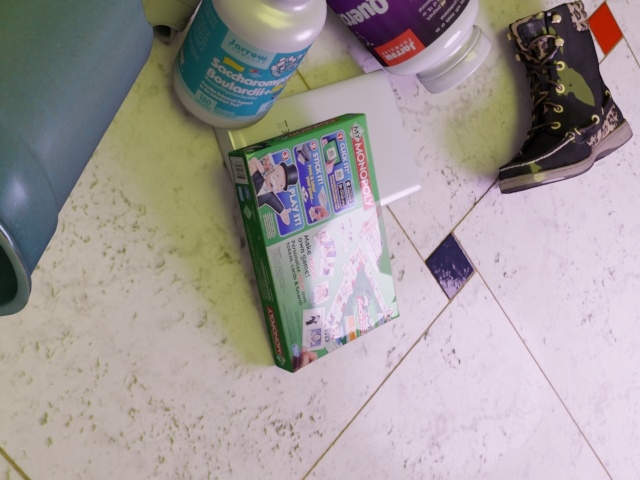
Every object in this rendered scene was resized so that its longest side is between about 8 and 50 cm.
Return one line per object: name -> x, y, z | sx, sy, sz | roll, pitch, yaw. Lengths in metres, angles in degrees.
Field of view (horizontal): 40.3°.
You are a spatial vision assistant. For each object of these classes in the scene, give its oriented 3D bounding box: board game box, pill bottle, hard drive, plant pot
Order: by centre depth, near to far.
plant pot -> -0.360, -0.157, 0.894 | 0.341, 0.341, 0.334 | 42, 55, -24
pill bottle -> -0.086, -0.266, 1.103 | 0.146, 0.264, 0.146 | 12, 60, -20
board game box -> 0.000, 0.000, 1.235 | 0.213, 0.046, 0.317 | -23, 111, -35
hard drive -> 0.005, -0.124, 1.300 | 0.307, 0.040, 0.203 | -23, 98, -35
pill bottle -> 0.113, -0.379, 1.322 | 0.323, 0.181, 0.181 | 45, 62, -22

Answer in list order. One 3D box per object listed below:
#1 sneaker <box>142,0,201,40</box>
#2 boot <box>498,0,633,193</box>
sneaker -> -0.193, -0.339, 1.172 | 0.262, 0.099, 0.121 | -34, 131, -41
boot -> 0.400, -0.255, 1.533 | 0.377, 0.138, 0.284 | -27, 101, -38
